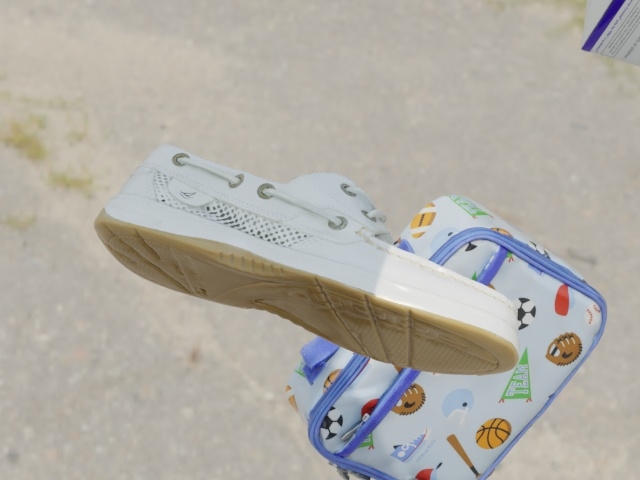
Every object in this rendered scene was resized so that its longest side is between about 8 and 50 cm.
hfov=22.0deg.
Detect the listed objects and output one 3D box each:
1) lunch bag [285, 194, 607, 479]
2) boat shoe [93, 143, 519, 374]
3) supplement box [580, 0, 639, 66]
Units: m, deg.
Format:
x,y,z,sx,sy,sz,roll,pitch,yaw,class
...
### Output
x,y,z,sx,sy,sz,roll,pitch,yaw,class
0.117,0.116,1.630,0.243,0.303,0.115,28,15,-33,lunch bag
0.000,0.000,0.997,0.277,0.098,0.096,19,65,17,boat shoe
0.385,-0.232,1.643,0.220,0.114,0.111,15,60,-6,supplement box
